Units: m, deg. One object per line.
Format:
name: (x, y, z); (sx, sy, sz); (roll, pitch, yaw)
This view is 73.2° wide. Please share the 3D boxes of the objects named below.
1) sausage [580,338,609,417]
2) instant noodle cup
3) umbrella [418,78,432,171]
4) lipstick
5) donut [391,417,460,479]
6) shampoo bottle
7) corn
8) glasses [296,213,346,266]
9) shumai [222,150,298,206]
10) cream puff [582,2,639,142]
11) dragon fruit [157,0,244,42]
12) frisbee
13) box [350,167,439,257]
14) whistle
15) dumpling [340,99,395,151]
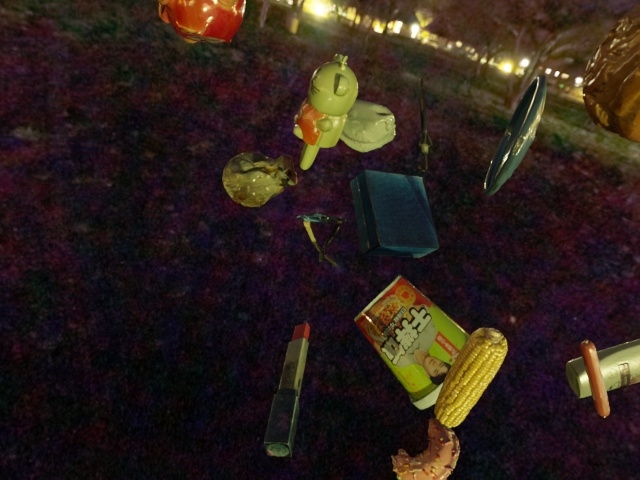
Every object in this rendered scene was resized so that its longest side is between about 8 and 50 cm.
sausage: (0.605, 0.306, 0.948); (0.029, 0.223, 0.029); (-22, 18, 8)
instant noodle cup: (0.271, 0.277, 1.272); (0.308, 0.294, 0.293); (47, 35, 11)
umbrella: (0.313, -0.339, 1.274); (0.044, 0.270, 0.044); (8, 16, 40)
lipstick: (-0.063, 0.294, 0.920); (0.051, 0.051, 0.312); (-2, 37, 9)
donut: (0.238, 0.467, 0.936); (0.166, 0.065, 0.117); (-44, 17, -20)
shampoo bottle: (0.866, 0.323, 1.171); (0.358, 0.134, 0.078); (-20, 28, 8)
corn: (0.253, 0.233, 0.733); (0.067, 0.207, 0.067); (14, 26, -7)
glasses: (0.030, -0.014, 1.502); (0.239, 0.102, 0.207); (-7, 73, -61)
shumai: (-0.234, -0.248, 1.667); (0.271, 0.222, 0.203); (-26, 11, -18)
cream puff: (0.303, -0.157, 0.380); (0.126, 0.144, 0.103); (-9, 59, -11)
dragon fruit: (-0.284, -0.591, 1.029); (0.223, 0.228, 0.224); (3, 7, 0)
frisbee: (0.461, -0.233, 1.001); (0.049, 0.290, 0.289); (23, 28, 10)
box: (0.254, -0.091, 1.489); (0.261, 0.116, 0.279); (3, 69, -27)
whistle: (0.003, -0.279, 0.964); (0.106, 0.289, 0.131); (12, 46, -17)
dumpling: (0.105, -0.321, 1.224); (0.216, 0.150, 0.105); (18, 24, 14)
